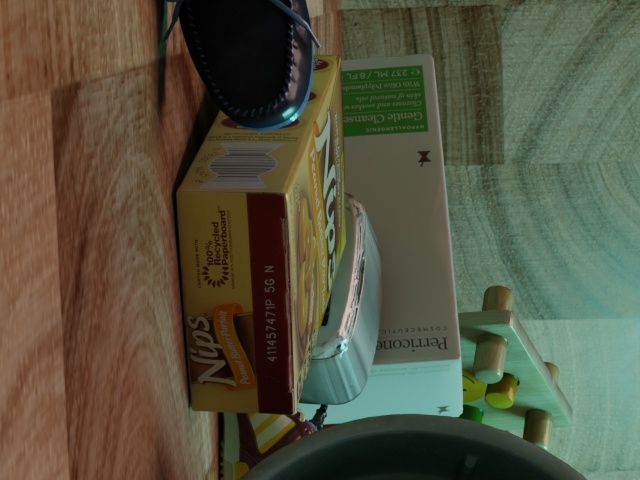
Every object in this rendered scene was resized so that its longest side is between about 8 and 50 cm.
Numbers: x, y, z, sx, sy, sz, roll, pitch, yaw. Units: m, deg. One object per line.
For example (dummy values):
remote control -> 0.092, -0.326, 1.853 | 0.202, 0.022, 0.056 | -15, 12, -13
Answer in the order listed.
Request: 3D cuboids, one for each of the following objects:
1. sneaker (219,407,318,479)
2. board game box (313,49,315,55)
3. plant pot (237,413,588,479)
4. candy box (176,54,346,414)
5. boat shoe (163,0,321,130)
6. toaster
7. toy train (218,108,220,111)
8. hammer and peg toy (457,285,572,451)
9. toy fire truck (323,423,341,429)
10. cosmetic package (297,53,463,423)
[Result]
sneaker -> -0.042, 0.143, 1.565 | 0.069, 0.084, 0.185 | -41, 130, -85
board game box -> -0.026, -0.174, 2.315 | 0.211, 0.039, 0.160 | 78, 11, -76
plant pot -> 0.050, 0.328, 1.311 | 0.334, 0.341, 0.341 | 102, -11, -70
candy box -> -0.040, -0.015, 1.472 | 0.316, 0.087, 0.183 | -71, 161, -65
boat shoe -> -0.073, -0.201, 1.262 | 0.089, 0.109, 0.258 | 50, 22, -73
toaster -> -0.013, 0.057, 1.749 | 0.146, 0.129, 0.227 | 72, 24, -65
toy train -> -0.075, -0.124, 1.622 | 0.083, 0.024, 0.017 | -86, 173, -61
hammer and peg toy -> 0.110, 0.174, 2.336 | 0.266, 0.361, 0.127 | 56, 37, -47
toy fire truck -> 0.085, 0.281, 2.203 | 0.302, 0.254, 0.169 | 59, 30, -83
cosmetic package -> 0.041, 0.000, 1.950 | 0.155, 0.197, 0.365 | 84, 1, -60
